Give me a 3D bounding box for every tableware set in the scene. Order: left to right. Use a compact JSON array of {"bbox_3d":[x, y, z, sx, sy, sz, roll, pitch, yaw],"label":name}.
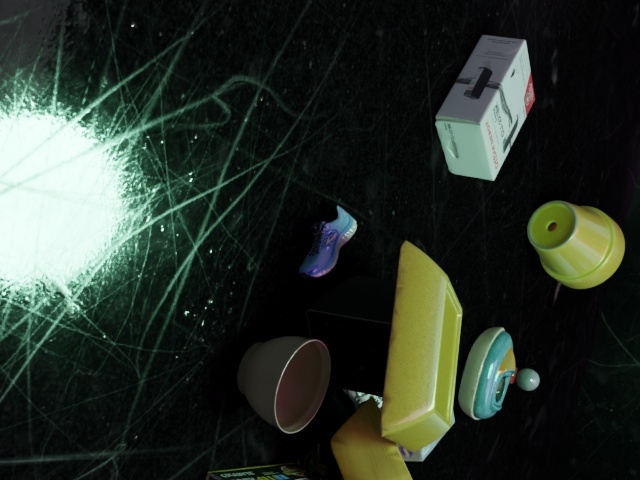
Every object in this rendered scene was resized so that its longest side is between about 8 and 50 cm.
[{"bbox_3d":[-0.034,0.483,1.655,0.154,0.024,0.104,-30,127,-50],"label":"tableware set"}]

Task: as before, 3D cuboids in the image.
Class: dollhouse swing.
[{"bbox_3d":[0.025,0.538,1.621,0.305,0.315,0.347,-22,152,-7],"label":"dollhouse swing"}]

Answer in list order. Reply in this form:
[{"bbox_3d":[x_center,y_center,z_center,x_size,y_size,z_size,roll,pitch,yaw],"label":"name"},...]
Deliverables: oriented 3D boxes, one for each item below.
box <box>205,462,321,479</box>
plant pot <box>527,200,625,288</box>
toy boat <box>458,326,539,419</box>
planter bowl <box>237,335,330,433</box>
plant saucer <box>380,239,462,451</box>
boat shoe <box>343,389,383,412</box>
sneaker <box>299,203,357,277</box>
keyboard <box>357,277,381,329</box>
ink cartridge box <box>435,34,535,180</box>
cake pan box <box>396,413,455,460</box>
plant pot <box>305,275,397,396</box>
[{"bbox_3d":[-0.134,0.565,1.466,0.257,0.079,0.322,15,90,-53],"label":"box"},{"bbox_3d":[0.760,-0.006,2.536,0.239,0.254,0.254,28,78,-42],"label":"plant pot"},{"bbox_3d":[0.517,0.384,2.375,0.318,0.148,0.267,15,89,-58],"label":"toy boat"},{"bbox_3d":[-0.072,0.232,1.408,0.162,0.109,0.162,-30,127,-50],"label":"planter bowl"},{"bbox_3d":[0.194,0.204,1.497,0.333,0.081,0.332,49,47,-65],"label":"plant saucer"},{"bbox_3d":[0.106,0.320,1.748,0.083,0.076,0.226,-46,141,-20],"label":"boat shoe"},{"bbox_3d":[0.000,0.000,1.493,0.073,0.063,0.162,53,52,-31],"label":"sneaker"},{"bbox_3d":[0.117,0.173,1.756,0.100,0.038,0.192,-11,112,-56],"label":"keyboard"},{"bbox_3d":[0.383,-0.304,1.908,0.273,0.114,0.197,-58,145,-24],"label":"ink cartridge box"},{"bbox_3d":[0.225,0.337,1.870,0.246,0.070,0.266,-22,104,-61],"label":"cake pan box"},{"bbox_3d":[0.100,0.171,1.602,0.167,0.188,0.187,-53,143,-47],"label":"plant pot"}]
